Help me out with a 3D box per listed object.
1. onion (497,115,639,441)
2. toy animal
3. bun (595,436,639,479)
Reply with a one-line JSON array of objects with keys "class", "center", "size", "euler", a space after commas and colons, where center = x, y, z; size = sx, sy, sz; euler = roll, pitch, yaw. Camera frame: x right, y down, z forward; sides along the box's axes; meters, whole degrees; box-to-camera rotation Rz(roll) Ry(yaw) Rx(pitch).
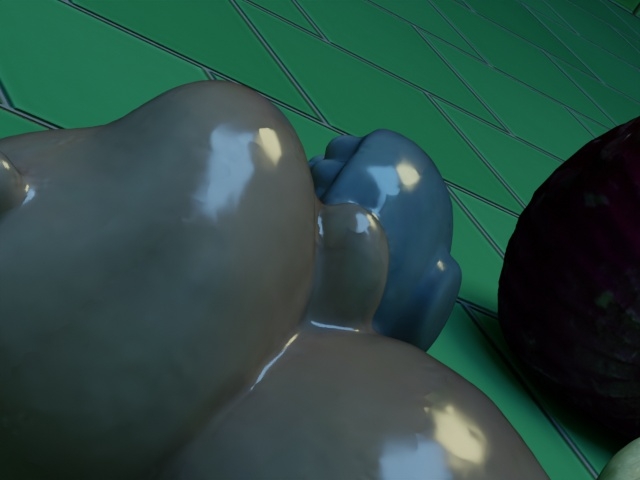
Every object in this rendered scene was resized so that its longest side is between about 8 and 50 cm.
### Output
[{"class": "onion", "center": [0.254, 0.023, 1.299], "size": [0.230, 0.256, 0.272], "euler": [46, -10, -18]}, {"class": "toy animal", "center": [-0.045, 0.072, 0.674], "size": [0.229, 0.210, 0.221], "euler": [-5, 65, -20]}, {"class": "bun", "center": [0.228, 0.191, 0.997], "size": [0.222, 0.127, 0.222], "euler": [5, 32, -3]}]
